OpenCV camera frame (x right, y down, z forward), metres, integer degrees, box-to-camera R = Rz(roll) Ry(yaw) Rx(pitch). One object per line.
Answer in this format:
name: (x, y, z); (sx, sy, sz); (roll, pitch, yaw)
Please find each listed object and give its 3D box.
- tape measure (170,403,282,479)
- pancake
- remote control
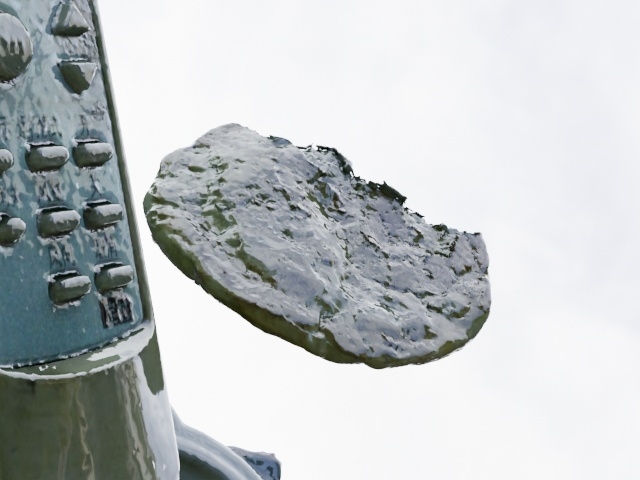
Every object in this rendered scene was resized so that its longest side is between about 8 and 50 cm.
tape measure: (-0.101, 0.186, 0.583); (0.164, 0.330, 0.084); (26, -42, -5)
pancake: (-0.002, 0.002, 0.616); (0.129, 0.116, 0.022); (30, -54, 11)
remote control: (-0.084, -0.032, 0.442); (0.038, 0.098, 0.233); (-10, -89, 21)
